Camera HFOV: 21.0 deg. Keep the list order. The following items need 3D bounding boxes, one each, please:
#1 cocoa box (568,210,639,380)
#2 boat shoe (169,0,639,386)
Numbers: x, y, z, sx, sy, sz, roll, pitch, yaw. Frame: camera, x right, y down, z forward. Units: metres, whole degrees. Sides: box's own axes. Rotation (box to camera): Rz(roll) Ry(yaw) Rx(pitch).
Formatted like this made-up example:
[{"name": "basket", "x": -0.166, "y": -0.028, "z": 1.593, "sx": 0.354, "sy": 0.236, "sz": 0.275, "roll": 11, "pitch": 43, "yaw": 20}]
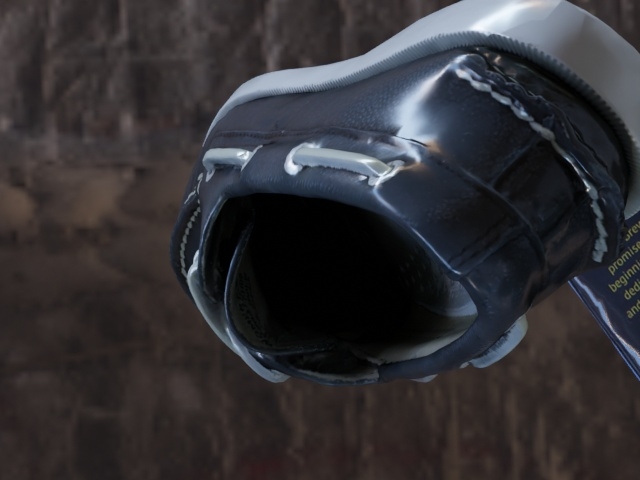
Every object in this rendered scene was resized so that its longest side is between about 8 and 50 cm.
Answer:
[{"name": "cocoa box", "x": 0.343, "y": -0.018, "z": 0.888, "sx": 0.231, "sy": 0.347, "sz": 0.228, "roll": -4, "pitch": -126, "yaw": -57}, {"name": "boat shoe", "x": 0.000, "y": 0.000, "z": 0.592, "sx": 0.091, "sy": 0.114, "sz": 0.302, "roll": -47, "pitch": 6, "yaw": -24}]
